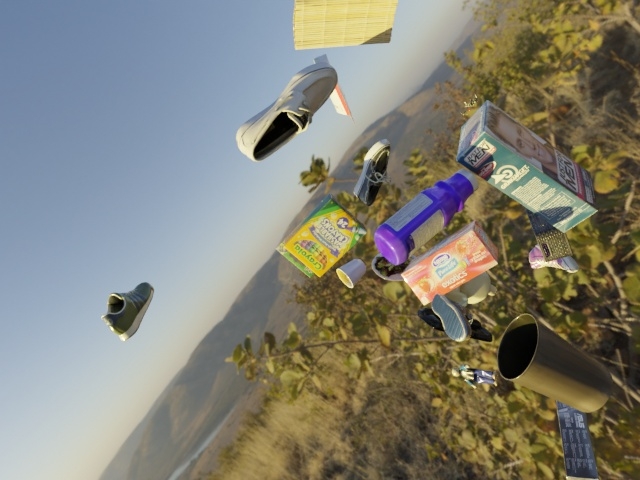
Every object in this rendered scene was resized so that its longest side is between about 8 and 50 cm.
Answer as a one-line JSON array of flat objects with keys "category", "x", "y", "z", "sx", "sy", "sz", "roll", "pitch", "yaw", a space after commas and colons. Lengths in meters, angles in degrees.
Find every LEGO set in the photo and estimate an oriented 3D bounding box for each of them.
[{"category": "LEGO set", "x": 0.537, "y": -0.481, "z": 1.524, "sx": 0.054, "sy": 0.023, "sz": 0.083, "roll": -19, "pitch": -35, "yaw": -14}]

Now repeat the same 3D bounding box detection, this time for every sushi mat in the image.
[{"category": "sushi mat", "x": 0.074, "y": -0.668, "z": 1.308, "sx": 0.151, "sy": 0.317, "sz": 0.019, "roll": 92, "pitch": 168, "yaw": -54}]

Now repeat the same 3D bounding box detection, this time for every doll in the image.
[{"category": "doll", "x": 0.651, "y": 0.575, "z": 1.811, "sx": 0.189, "sy": 0.129, "sz": 0.046, "roll": -1, "pitch": 29, "yaw": 37}]

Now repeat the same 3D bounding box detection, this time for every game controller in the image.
[{"category": "game controller", "x": 0.566, "y": 0.358, "z": 1.792, "sx": 0.166, "sy": 0.319, "sz": 0.067, "roll": -117, "pitch": 45, "yaw": -64}]

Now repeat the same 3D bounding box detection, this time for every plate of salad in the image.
[{"category": "plate of salad", "x": 0.315, "y": 0.094, "z": 1.781, "sx": 0.199, "sy": 0.200, "sz": 0.048, "roll": -55, "pitch": -30, "yaw": -44}]

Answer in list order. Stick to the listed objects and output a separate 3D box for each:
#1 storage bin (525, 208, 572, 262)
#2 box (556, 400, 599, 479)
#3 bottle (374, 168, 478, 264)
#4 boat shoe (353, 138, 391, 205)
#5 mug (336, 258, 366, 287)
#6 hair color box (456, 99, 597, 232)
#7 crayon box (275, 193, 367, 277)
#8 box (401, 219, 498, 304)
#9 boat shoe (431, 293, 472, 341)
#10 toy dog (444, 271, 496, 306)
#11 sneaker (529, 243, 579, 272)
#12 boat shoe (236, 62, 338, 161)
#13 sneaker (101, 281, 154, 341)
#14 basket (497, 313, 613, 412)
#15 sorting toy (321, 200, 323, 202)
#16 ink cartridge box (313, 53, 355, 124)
[{"category": "storage bin", "x": 0.746, "y": -0.031, "z": 1.397, "sx": 0.084, "sy": 0.122, "sz": 0.180, "roll": -21, "pitch": 30, "yaw": 25}, {"category": "box", "x": 0.734, "y": 0.640, "z": 1.201, "sx": 0.077, "sy": 0.242, "sz": 0.307, "roll": -10, "pitch": 15, "yaw": 27}, {"category": "bottle", "x": 0.259, "y": -0.064, "z": 1.030, "sx": 0.283, "sy": 0.092, "sz": 0.118, "roll": -40, "pitch": -29, "yaw": -9}, {"category": "boat shoe", "x": 0.225, "y": -0.264, "z": 1.727, "sx": 0.113, "sy": 0.105, "sz": 0.306, "roll": -16, "pitch": -33, "yaw": -35}, {"category": "mug", "x": 0.081, "y": 0.077, "z": 1.126, "sx": 0.064, "sy": 0.078, "sz": 0.062, "roll": -38, "pitch": -35, "yaw": -17}, {"category": "hair color box", "x": 0.524, "y": -0.189, "z": 1.089, "sx": 0.105, "sy": 0.347, "sz": 0.173, "roll": -52, "pitch": 10, "yaw": 46}, {"category": "crayon box", "x": 0.000, "y": 0.000, "z": 1.711, "sx": 0.323, "sy": 0.203, "sz": 0.083, "roll": -45, "pitch": 17, "yaw": 13}, {"category": "box", "x": 0.457, "y": 0.078, "z": 1.508, "sx": 0.300, "sy": 0.142, "sz": 0.154, "roll": -37, "pitch": -1, "yaw": 29}, {"category": "boat shoe", "x": 0.339, "y": 0.187, "z": 1.055, "sx": 0.183, "sy": 0.066, "sz": 0.066, "roll": -101, "pitch": 26, "yaw": -67}, {"category": "toy dog", "x": 0.678, "y": 0.192, "z": 2.259, "sx": 0.408, "sy": 0.396, "sz": 0.284, "roll": 180, "pitch": 94, "yaw": -75}, {"category": "sneaker", "x": 1.106, "y": 0.105, "z": 2.046, "sx": 0.161, "sy": 0.102, "sz": 0.282, "roll": -48, "pitch": 16, "yaw": 20}, {"category": "boat shoe", "x": -0.059, "y": -0.269, "z": 0.906, "sx": 0.268, "sy": 0.088, "sz": 0.096, "roll": -37, "pitch": -41, "yaw": -4}, {"category": "sneaker", "x": -0.470, "y": 0.148, "z": 1.038, "sx": 0.064, "sy": 0.086, "sz": 0.192, "roll": -29, "pitch": 31, "yaw": 14}, {"category": "basket", "x": 0.598, "y": 0.325, "z": 1.089, "sx": 0.154, "sy": 0.227, "sz": 0.204, "roll": -60, "pitch": 0, "yaw": 39}, {"category": "sorting toy", "x": 0.044, "y": -0.136, "z": 1.932, "sx": 0.083, "sy": 0.075, "sz": 0.044, "roll": 17, "pitch": -68, "yaw": -47}, {"category": "ink cartridge box", "x": 0.047, "y": -0.500, "z": 1.438, "sx": 0.056, "sy": 0.181, "sz": 0.224, "roll": -22, "pitch": 44, "yaw": 13}]
